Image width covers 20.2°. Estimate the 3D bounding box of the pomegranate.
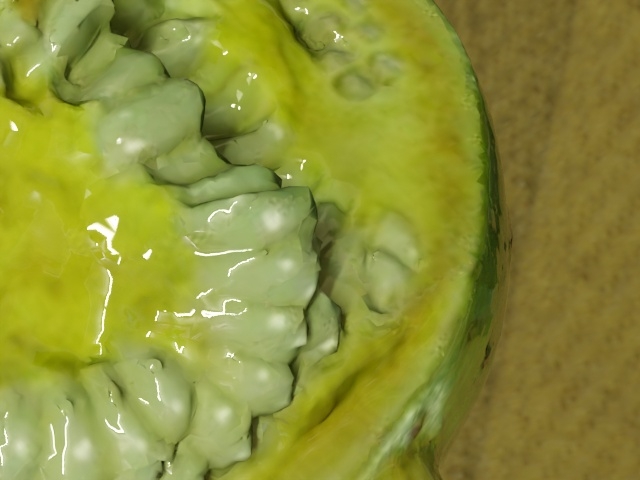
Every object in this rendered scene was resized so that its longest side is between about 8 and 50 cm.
[{"bbox_3d":[-0.052,0.038,0.510,0.260,0.260,0.340,-31,73,-21],"label":"pomegranate"}]
